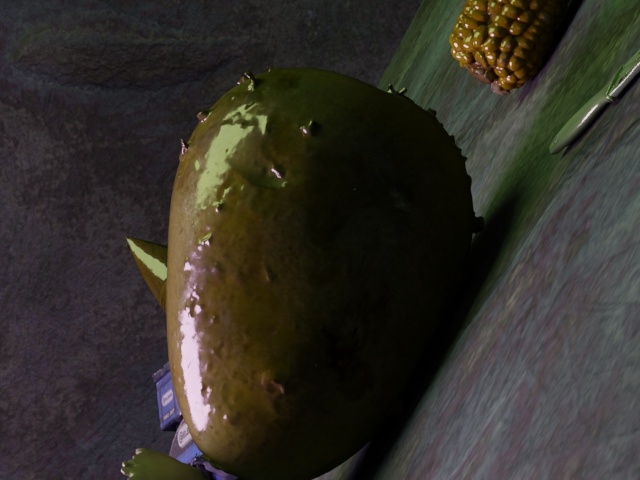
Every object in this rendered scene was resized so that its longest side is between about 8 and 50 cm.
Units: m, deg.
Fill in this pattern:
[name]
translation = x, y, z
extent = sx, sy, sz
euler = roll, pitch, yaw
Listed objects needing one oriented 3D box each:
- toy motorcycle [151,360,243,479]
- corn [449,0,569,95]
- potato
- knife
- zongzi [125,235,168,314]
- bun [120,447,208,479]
[toy motorcycle]
translation = -0.082, 0.172, 1.885
extent = 0.358, 0.125, 0.212
euler = -41, 53, 56
[corn]
translation = 0.233, -0.296, 1.754
extent = 0.313, 0.102, 0.102
euler = -61, 5, 0
[potato]
translation = -0.002, 0.035, 1.516
extent = 0.219, 0.270, 0.359
euler = -173, 89, -79
[knife]
translation = 0.221, -0.115, 1.331
extent = 0.030, 0.014, 0.207
euler = -62, 5, -34
[zongzi]
translation = -0.105, 0.056, 2.076
extent = 0.138, 0.300, 0.286
euler = -41, -6, -30
[bun]
translation = -0.169, 0.369, 1.496
extent = 0.364, 0.202, 0.364
euler = -58, -2, -2
